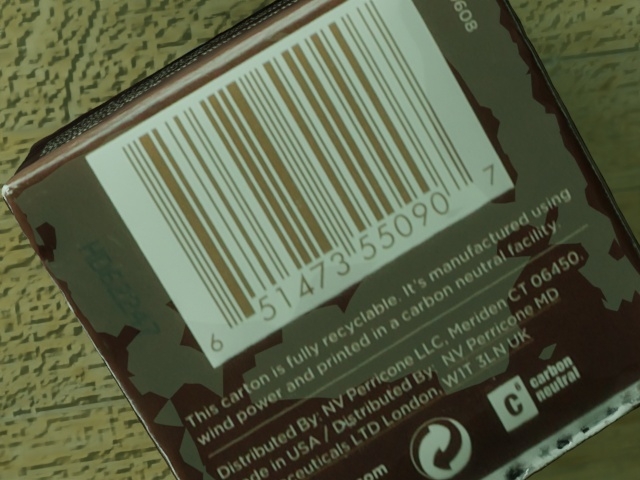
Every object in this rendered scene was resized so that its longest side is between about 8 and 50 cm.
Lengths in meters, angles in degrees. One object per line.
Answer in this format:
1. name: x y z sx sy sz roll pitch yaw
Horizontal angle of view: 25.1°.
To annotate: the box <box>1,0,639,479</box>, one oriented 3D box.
1. box: 0.000 0.000 0.537 0.168 0.203 0.167 -31 100 -3
